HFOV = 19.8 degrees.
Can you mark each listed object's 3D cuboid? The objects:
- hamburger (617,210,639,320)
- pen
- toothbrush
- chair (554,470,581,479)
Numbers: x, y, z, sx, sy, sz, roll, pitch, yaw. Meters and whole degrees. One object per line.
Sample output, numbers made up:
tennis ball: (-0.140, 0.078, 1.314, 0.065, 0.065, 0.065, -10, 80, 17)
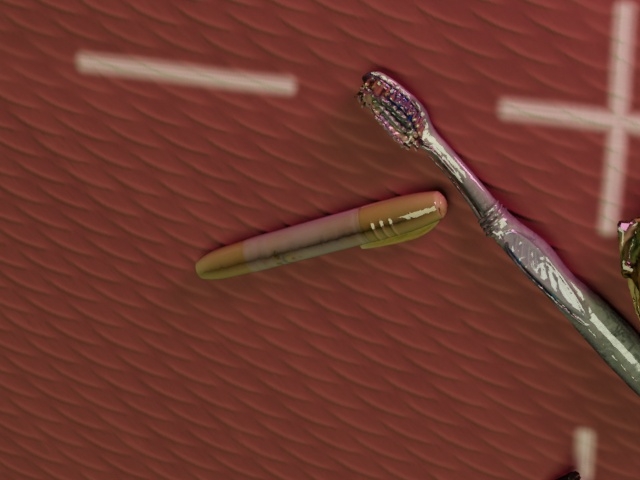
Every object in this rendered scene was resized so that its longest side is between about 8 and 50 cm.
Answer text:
hamburger: (0.278, 0.009, 1.391, 0.102, 0.087, 0.176, 27, 127, 19)
pen: (0.000, 0.000, 1.512, 0.233, 0.032, 0.040, -15, 131, 27)
toothbrush: (0.175, 0.021, 1.456, 0.413, 0.042, 0.035, 46, 120, -7)
chair: (0.256, 0.334, 1.518, 0.260, 0.141, 0.154, 36, 120, -3)
